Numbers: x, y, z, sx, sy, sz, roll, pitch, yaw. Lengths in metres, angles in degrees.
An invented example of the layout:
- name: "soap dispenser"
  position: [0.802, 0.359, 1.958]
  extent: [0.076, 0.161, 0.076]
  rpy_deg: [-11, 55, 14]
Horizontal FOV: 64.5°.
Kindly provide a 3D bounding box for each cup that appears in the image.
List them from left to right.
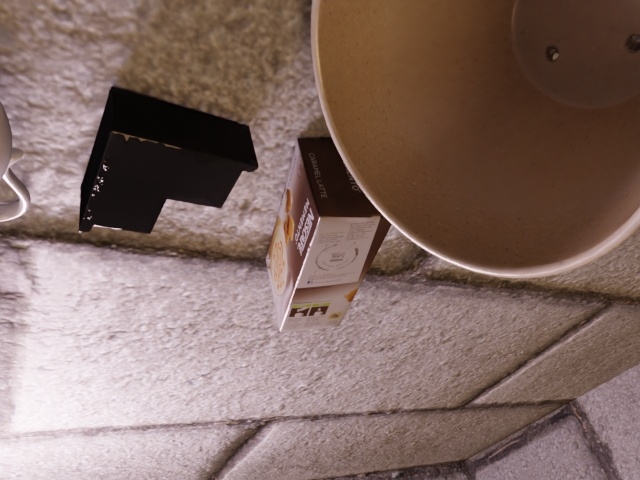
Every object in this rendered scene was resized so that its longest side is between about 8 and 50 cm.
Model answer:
- name: "cup"
  position: [0.186, -0.167, 0.447]
  extent: [0.237, 0.331, 0.331]
  rpy_deg: [-30, 151, -28]

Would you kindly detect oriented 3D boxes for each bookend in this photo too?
- name: "bookend"
  position: [-0.178, -0.073, 0.585]
  extent: [0.157, 0.072, 0.156]
  rpy_deg: [9, 137, -32]

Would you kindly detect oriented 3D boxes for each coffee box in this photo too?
- name: "coffee box"
  position: [0.000, 0.000, 0.692]
  extent: [0.098, 0.141, 0.246]
  rpy_deg: [-1, 141, -19]

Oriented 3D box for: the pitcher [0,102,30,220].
- name: "pitcher"
  position: [-0.359, -0.072, 0.494]
  extent: [0.207, 0.125, 0.178]
  rpy_deg: [-33, 162, 37]
